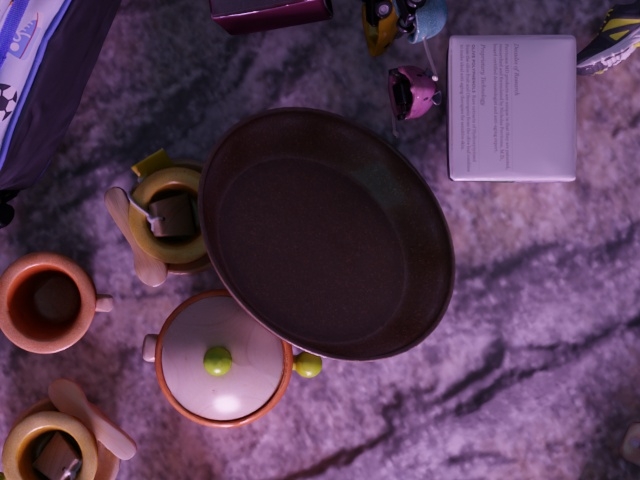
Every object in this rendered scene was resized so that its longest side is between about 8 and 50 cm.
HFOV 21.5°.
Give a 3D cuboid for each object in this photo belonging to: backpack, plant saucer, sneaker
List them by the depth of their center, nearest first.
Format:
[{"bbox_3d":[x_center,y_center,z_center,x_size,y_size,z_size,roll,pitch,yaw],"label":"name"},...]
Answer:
[{"bbox_3d":[-0.288,-0.177,1.157,0.263,0.213,0.276,28,94,14],"label":"backpack"},{"bbox_3d":[0.000,0.000,1.173,0.199,0.036,0.198,14,57,-23],"label":"plant saucer"},{"bbox_3d":[0.212,-0.148,1.210,0.083,0.031,0.035,-30,75,-2],"label":"sneaker"}]

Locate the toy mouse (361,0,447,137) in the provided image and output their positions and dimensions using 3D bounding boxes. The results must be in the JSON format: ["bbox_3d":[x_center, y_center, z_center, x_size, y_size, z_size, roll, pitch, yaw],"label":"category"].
[{"bbox_3d":[0.066,-0.137,1.169,0.031,0.143,0.161,-12,114,-15],"label":"toy mouse"}]

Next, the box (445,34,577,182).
[{"bbox_3d":[0.131,-0.090,1.175,0.087,0.101,0.102,-1,91,3],"label":"box"}]

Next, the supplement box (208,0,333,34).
[{"bbox_3d":[-0.048,-0.247,1.185,0.081,0.104,0.188,-10,89,4],"label":"supplement box"}]

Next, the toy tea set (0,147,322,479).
[{"bbox_3d":[-0.172,0.087,1.180,0.336,0.124,0.200,-32,88,3],"label":"toy tea set"}]

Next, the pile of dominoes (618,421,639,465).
[{"bbox_3d":[0.285,0.259,1.196,0.251,0.040,0.196,23,91,4],"label":"pile of dominoes"}]
